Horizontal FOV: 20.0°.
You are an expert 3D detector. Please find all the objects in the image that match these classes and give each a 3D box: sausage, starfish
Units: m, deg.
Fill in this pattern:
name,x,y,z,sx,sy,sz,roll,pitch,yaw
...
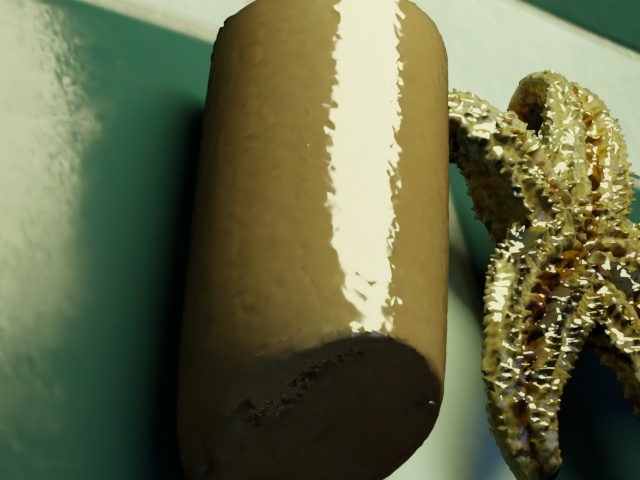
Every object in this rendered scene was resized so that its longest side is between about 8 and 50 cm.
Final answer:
name,x,y,z,sx,sy,sz,roll,pitch,yaw
sausage,0.000,0.000,0.846,0.123,0.123,0.253,33,41,-30
starfish,0.161,0.026,1.038,0.312,0.113,0.303,-11,68,-44
